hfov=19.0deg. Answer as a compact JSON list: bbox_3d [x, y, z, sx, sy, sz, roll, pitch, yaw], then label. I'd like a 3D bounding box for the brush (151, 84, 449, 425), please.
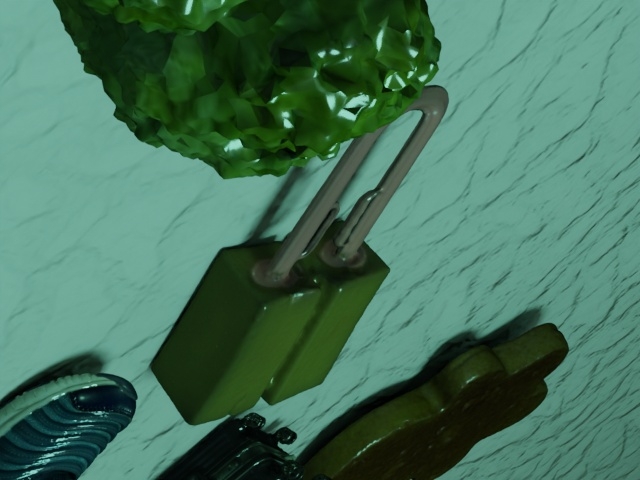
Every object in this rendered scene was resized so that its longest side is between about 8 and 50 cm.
[{"bbox_3d":[0.000,0.000,1.009,0.103,0.047,0.233,-16,147,-44],"label":"brush"}]

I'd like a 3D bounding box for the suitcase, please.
[{"bbox_3d":[-0.064,0.168,1.210,0.126,0.059,0.086,-41,156,4],"label":"suitcase"}]

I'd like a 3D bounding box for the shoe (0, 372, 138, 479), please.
[{"bbox_3d":[-0.147,0.125,0.987,0.143,0.071,0.064,-44,158,0],"label":"shoe"}]

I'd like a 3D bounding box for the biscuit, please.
[{"bbox_3d":[0.075,0.134,1.387,0.236,0.039,0.180,-27,157,-26],"label":"biscuit"}]

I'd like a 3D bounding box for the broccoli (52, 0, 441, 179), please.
[{"bbox_3d":[0.017,-0.182,0.539,0.302,0.186,0.254,-38,118,-1],"label":"broccoli"}]
